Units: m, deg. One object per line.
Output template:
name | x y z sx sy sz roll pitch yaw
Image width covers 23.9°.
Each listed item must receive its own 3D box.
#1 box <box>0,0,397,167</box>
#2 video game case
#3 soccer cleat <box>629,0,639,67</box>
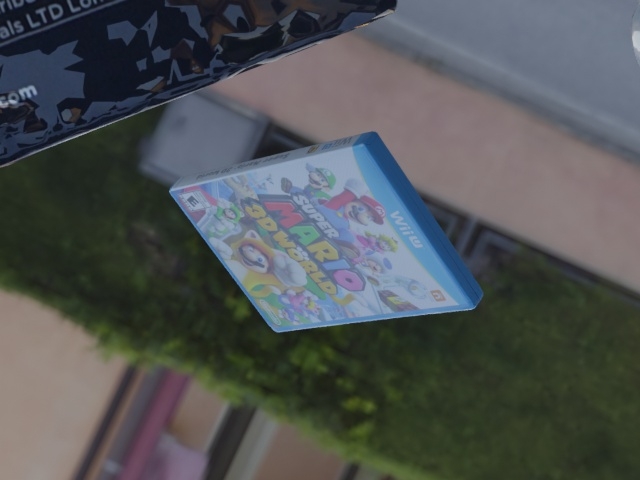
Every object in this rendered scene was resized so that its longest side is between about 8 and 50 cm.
box | -0.125 -0.202 0.500 0.296 0.183 0.294 -123 11 -69
video game case | 0.000 0.000 0.873 0.166 0.015 0.119 -10 123 45
soccer cleat | 0.167 -0.062 0.465 0.116 0.143 0.331 34 -146 -21
